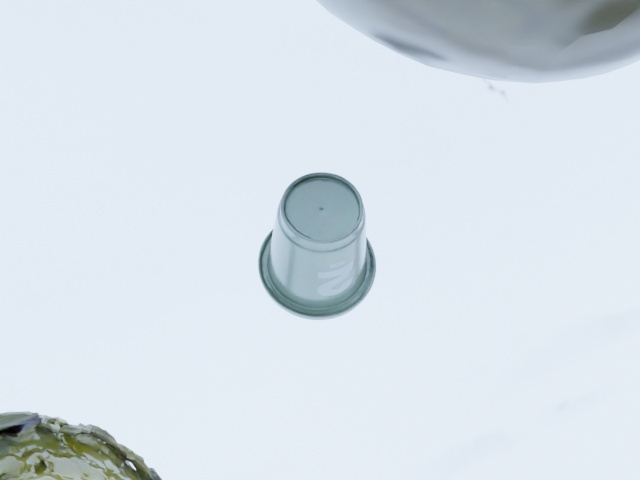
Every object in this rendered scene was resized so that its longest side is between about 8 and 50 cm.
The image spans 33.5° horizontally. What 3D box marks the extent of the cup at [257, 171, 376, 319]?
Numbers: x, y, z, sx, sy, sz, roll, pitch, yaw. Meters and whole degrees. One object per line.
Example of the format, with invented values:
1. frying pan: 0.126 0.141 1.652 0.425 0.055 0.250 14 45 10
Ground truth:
1. cup: 0.000 0.000 1.030 0.120 0.120 0.141 -12 150 -12

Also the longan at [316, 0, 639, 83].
1. longan: 0.107 -0.265 0.577 0.361 0.360 0.361 -14 150 -9

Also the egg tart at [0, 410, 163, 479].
1. egg tart: -0.126 0.186 0.500 0.090 0.212 0.213 -9 163 42
